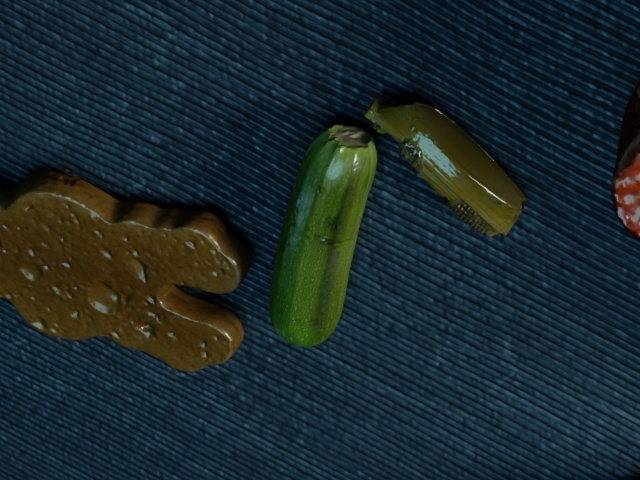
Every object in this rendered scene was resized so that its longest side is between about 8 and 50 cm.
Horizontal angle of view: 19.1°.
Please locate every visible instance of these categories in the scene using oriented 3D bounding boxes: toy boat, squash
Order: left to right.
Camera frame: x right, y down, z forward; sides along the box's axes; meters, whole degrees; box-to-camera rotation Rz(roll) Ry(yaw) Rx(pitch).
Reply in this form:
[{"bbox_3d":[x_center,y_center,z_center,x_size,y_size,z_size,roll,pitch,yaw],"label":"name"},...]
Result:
[{"bbox_3d":[0.000,0.000,1.551,0.066,0.066,0.229,20,132,7],"label":"squash"},{"bbox_3d":[0.096,-0.058,1.470,0.149,0.047,0.049,41,132,-14],"label":"toy boat"}]

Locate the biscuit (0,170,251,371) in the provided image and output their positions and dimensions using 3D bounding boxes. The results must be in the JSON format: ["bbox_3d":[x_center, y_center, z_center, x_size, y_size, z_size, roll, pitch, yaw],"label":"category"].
[{"bbox_3d":[-0.204,0.018,1.670,0.295,0.044,0.186,17,129,8],"label":"biscuit"}]

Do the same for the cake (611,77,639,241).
[{"bbox_3d":[0.340,-0.032,1.323,0.283,0.151,0.177,39,120,-11],"label":"cake"}]
